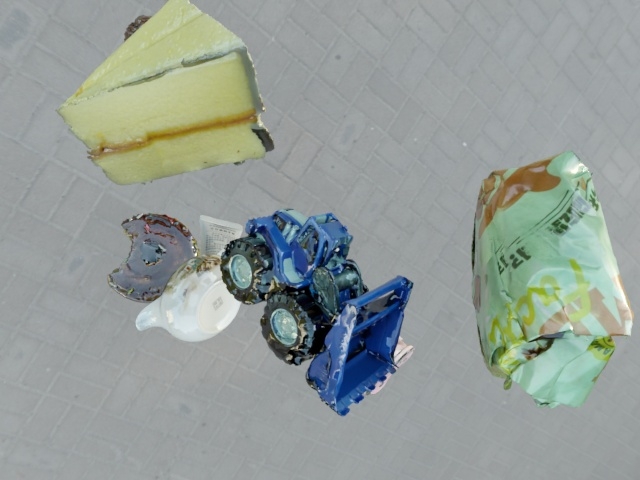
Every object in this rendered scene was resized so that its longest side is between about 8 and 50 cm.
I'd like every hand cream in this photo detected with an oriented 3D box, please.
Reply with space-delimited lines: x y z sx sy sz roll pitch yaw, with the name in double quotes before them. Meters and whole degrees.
"hand cream" -0.305 0.044 1.209 0.139 0.314 0.089 17 134 -21

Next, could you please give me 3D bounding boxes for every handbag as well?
"handbag" 0.161 0.348 1.188 0.205 0.116 0.179 -47 154 -3

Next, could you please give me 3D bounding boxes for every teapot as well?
"teapot" -0.268 0.122 0.951 0.298 0.139 0.204 -39 135 -41

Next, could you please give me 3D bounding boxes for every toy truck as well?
"toy truck" 0.005 0.054 0.424 0.113 0.208 0.126 -15 148 -52

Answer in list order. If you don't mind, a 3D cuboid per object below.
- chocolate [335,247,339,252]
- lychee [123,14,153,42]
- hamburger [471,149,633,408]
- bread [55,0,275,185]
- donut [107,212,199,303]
"chocolate" 0.000 0.000 1.502 0.110 0.248 0.110 -13 120 -23
"lychee" -0.395 -0.466 1.104 0.236 0.236 0.271 -44 124 -5
"hamburger" 0.212 0.055 0.412 0.125 0.235 0.214 7 68 18
"bread" -0.310 -0.221 0.833 0.405 0.346 0.242 -40 72 0
"donut" -0.423 0.047 1.061 0.216 0.096 0.230 1 77 -15
